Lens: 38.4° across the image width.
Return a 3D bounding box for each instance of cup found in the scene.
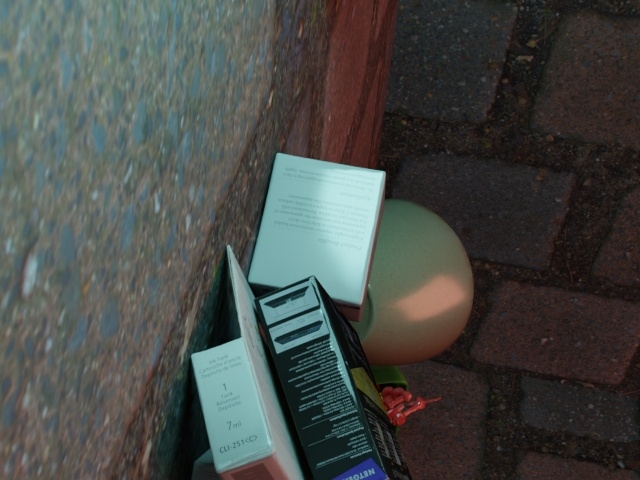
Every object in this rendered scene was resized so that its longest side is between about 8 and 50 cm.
[{"bbox_3d":[0.088,0.097,1.729,0.237,0.331,0.331,-14,117,-55],"label":"cup"}]

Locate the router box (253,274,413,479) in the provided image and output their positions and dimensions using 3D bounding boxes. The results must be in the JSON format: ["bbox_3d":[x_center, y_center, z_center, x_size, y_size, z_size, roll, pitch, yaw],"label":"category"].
[{"bbox_3d":[0.027,0.202,1.138,0.309,0.081,0.243,57,11,-68],"label":"router box"}]

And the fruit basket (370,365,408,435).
[{"bbox_3d":[0.049,0.429,2.095,0.392,0.283,0.392,176,-90,-86],"label":"fruit basket"}]

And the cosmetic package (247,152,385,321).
[{"bbox_3d":[0.000,0.000,1.250,0.151,0.151,0.183,78,24,-76],"label":"cosmetic package"}]

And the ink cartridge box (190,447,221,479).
[{"bbox_3d":[-0.126,0.344,1.080,0.104,0.060,0.180,24,76,-85],"label":"ink cartridge box"}]

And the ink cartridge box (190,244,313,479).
[{"bbox_3d":[-0.069,0.194,1.039,0.296,0.066,0.261,70,1,-51],"label":"ink cartridge box"}]

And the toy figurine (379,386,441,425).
[{"bbox_3d":[0.014,0.214,1.555,0.217,0.191,0.362,65,-22,-1],"label":"toy figurine"}]
